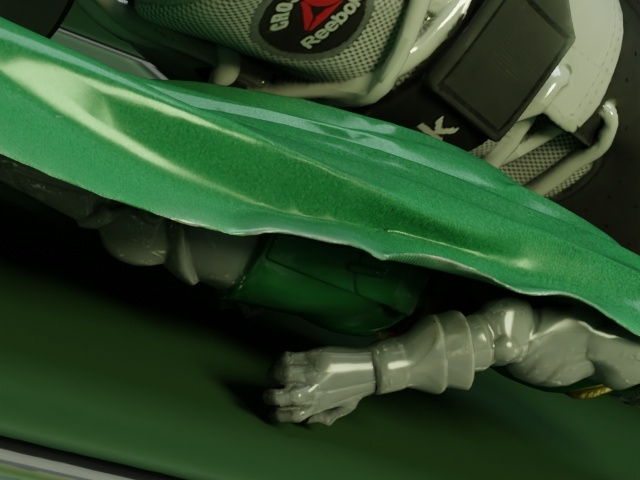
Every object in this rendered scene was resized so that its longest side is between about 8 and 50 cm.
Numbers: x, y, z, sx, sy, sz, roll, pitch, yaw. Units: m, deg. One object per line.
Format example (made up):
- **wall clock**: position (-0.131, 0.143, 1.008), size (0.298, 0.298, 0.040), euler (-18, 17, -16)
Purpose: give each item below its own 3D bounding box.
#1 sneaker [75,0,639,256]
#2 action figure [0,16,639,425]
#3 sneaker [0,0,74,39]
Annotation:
- **sneaker**: position (0.004, -0.061, 0.472), size (0.330, 0.122, 0.146), euler (44, 23, -18)
- **action figure**: position (0.000, 0.000, 0.390), size (0.232, 0.063, 0.137), euler (17, 11, -20)
- **sneaker**: position (-0.209, -0.147, 0.517), size (0.297, 0.111, 0.129), euler (28, 16, 15)
